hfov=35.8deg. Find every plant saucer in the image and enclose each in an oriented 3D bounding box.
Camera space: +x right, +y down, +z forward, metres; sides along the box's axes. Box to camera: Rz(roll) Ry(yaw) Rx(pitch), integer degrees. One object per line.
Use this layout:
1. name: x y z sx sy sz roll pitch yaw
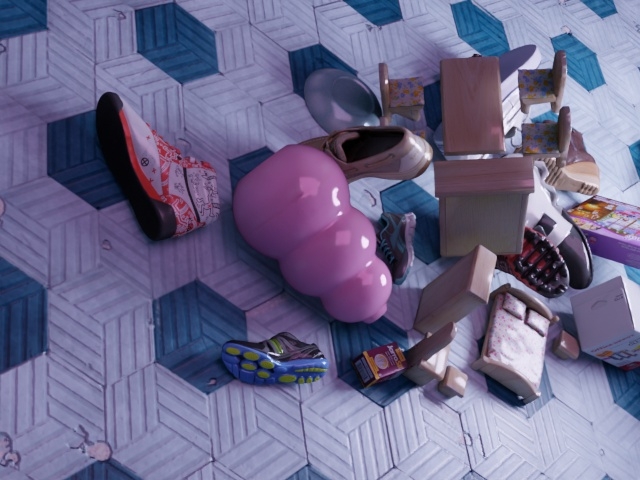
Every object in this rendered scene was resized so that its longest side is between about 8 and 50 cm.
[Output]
1. plant saucer: 0.058 -0.285 2.033 0.195 0.037 0.195 18 52 -24

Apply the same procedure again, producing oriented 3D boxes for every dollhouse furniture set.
1. dollhouse furniture set: 0.293 -0.202 1.872 0.362 0.256 0.394 -2 64 6
2. dollhouse furniture set: 0.367 0.190 1.835 0.355 0.174 0.303 32 48 -13

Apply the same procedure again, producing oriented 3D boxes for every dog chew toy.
1. dog chew toy: 0.000 0.000 1.699 0.332 0.206 0.206 53 46 -5

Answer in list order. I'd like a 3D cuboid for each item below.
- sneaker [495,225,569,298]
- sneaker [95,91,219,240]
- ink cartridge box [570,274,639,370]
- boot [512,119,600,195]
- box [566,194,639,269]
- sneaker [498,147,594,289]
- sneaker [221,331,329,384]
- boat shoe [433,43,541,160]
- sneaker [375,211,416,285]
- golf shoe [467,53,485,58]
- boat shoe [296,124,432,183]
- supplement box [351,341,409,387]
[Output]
1. sneaker: 0.382 0.021 1.973 0.097 0.135 0.276 -41 67 -13
2. sneaker: -0.268 -0.132 1.668 0.145 0.090 0.270 -16 74 -42
3. ink cartridge box: 0.620 0.171 2.029 0.176 0.128 0.127 24 49 -37
4. boot: 0.531 -0.208 2.298 0.248 0.090 0.207 19 39 -22
5. box: 0.676 -0.012 2.143 0.293 0.057 0.201 21 32 37
6. sneaker: 0.448 -0.028 2.094 0.146 0.122 0.330 -22 75 -23
7. sneaker: -0.078 0.189 1.612 0.188 0.067 0.078 8 35 -29
8. boat shoe: 0.395 -0.273 2.175 0.367 0.136 0.156 -52 122 -30
9. sneaker: 0.137 0.013 1.882 0.076 0.065 0.166 12 50 -8
10. golf shoe: 0.346 -0.390 2.290 0.198 0.077 0.094 8 39 -33
11. boat shoe: 0.049 -0.160 1.768 0.098 0.302 0.109 37 62 -47
12. supplement box: 0.104 0.216 1.723 0.083 0.043 0.055 -13 68 -40
